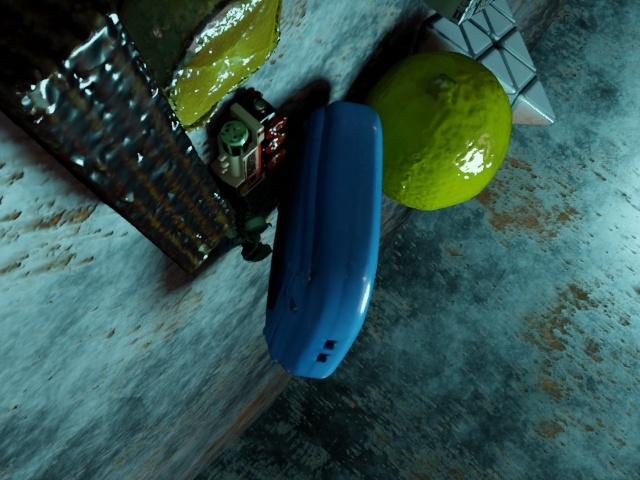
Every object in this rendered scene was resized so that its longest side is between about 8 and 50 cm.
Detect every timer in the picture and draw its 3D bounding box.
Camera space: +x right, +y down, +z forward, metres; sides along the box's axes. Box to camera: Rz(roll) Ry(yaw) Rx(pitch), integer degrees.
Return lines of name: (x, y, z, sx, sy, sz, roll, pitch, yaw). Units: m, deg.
timer: (0.000, 0.000, 0.996, 0.309, 0.115, 0.340, 111, -14, -57)

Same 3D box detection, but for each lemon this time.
lemon: (0.179, -0.172, 1.168, 0.267, 0.267, 0.267, -49, 170, -12)

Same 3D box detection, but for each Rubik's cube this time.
Rubik's cube: (0.266, -0.319, 1.329, 0.233, 0.229, 0.228, -15, 118, -8)

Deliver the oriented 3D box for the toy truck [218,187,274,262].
toy truck: (-0.111, -0.015, 0.935, 0.078, 0.080, 0.154, -27, 165, -10)

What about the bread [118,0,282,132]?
bread: (-0.091, -0.151, 0.543, 0.128, 0.069, 0.140, -48, 173, -12)

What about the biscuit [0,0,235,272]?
biscuit: (-0.142, -0.068, 0.500, 0.073, 0.107, 0.388, -50, 170, -9)

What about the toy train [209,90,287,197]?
toy train: (-0.081, -0.104, 0.809, 0.087, 0.050, 0.138, -45, 168, -18)

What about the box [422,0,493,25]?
box: (0.270, -0.448, 1.049, 0.310, 0.084, 0.198, -42, 166, -46)
